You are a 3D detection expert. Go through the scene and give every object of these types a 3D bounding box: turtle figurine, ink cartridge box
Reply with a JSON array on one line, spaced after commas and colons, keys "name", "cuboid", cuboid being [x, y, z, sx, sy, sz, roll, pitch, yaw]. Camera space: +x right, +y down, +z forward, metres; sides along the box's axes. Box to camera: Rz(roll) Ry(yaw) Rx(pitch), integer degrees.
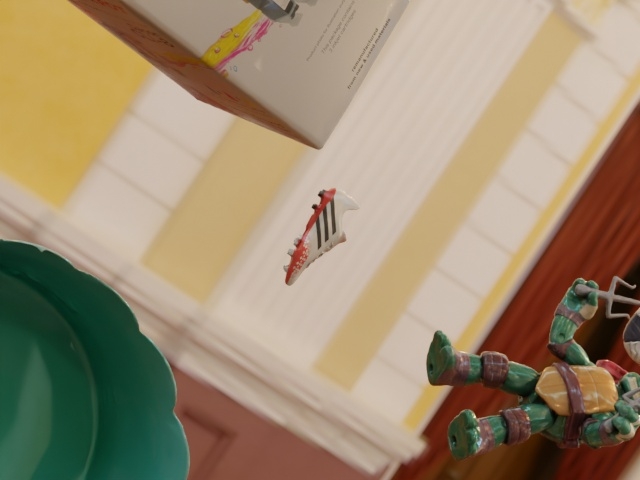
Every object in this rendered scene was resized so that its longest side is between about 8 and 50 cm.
[{"name": "turtle figurine", "cuboid": [0.215, 0.126, 1.477, 0.234, 0.118, 0.175, -4, 37, -18]}, {"name": "ink cartridge box", "cuboid": [-0.058, -0.157, 0.956, 0.128, 0.127, 0.176, 26, -7, 46]}]

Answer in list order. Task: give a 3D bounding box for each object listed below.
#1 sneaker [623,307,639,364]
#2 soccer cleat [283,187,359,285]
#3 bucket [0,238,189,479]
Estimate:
[{"name": "sneaker", "cuboid": [0.415, 0.065, 1.767, 0.094, 0.235, 0.153, 60, 1, 4]}, {"name": "soccer cleat", "cuboid": [0.000, 0.000, 1.315, 0.035, 0.083, 0.029, 27, -3, -5]}, {"name": "bucket", "cuboid": [-0.240, 0.127, 1.152, 0.281, 0.281, 0.183, 34, -11, -18]}]
